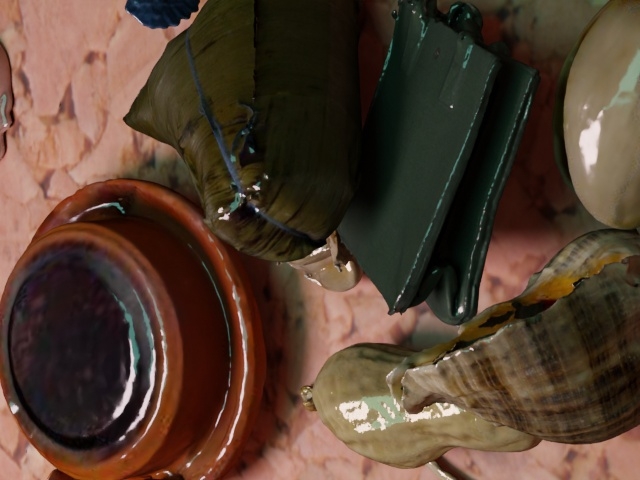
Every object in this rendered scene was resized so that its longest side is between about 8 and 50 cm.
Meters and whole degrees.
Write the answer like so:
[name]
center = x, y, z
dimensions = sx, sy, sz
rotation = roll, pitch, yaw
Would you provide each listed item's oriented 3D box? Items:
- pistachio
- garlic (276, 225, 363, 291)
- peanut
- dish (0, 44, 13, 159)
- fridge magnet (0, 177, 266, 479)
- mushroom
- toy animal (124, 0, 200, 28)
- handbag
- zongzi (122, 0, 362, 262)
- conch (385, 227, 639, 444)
[pistachio]
center = 0.269, -0.120, 1.483
dimensions = 0.144, 0.144, 0.215
rotation = 30, 109, 34
[garlic]
center = 0.000, 0.001, 1.752
dimensions = 0.094, 0.074, 0.113
rotation = -30, 80, 43
[peanut]
center = 0.108, 0.154, 1.652
dimensions = 0.257, 0.123, 0.123
rotation = -1, 93, 36
[dish]
center = -0.465, -0.159, 2.108
dimensions = 0.213, 0.090, 0.213
rotation = 3, 95, 39
[fridge magnet]
center = -0.211, 0.115, 1.880
dimensions = 0.364, 0.155, 0.363
rotation = 3, 95, 38
[mushroom]
center = 0.088, 0.203, 1.732
dimensions = 0.286, 0.026, 0.028
rotation = 25, 124, 34
[toy animal]
center = -0.125, -0.323, 1.750
dimensions = 0.176, 0.255, 0.239
rotation = 58, 151, -4
[handbag]
center = 0.101, -0.078, 1.583
dimensions = 0.247, 0.079, 0.260
rotation = -124, 47, -66
[zongzi]
center = -0.106, -0.088, 1.736
dimensions = 0.360, 0.160, 0.323
rotation = -31, 43, 41
[conch]
center = 0.214, 0.100, 1.476
dimensions = 0.159, 0.291, 0.210
rotation = 59, 173, -7
